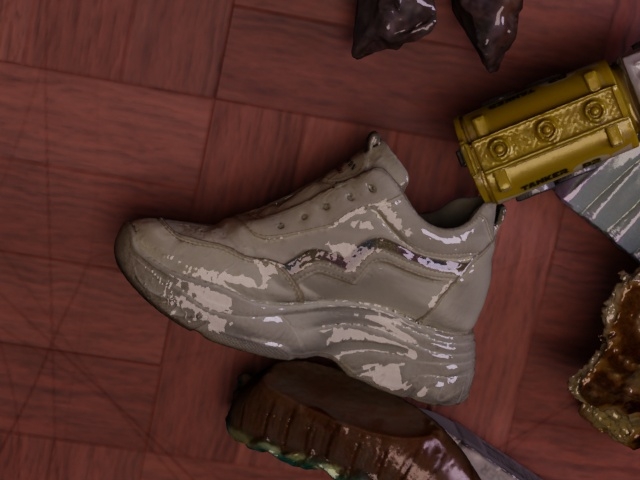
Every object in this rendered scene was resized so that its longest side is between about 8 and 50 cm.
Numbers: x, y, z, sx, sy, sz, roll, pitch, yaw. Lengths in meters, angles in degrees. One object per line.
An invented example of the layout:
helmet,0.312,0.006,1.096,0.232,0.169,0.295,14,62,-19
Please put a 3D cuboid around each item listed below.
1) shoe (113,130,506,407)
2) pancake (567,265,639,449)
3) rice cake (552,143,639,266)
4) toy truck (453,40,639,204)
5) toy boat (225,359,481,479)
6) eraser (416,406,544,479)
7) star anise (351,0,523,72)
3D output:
shoe,0.000,0.000,1.650,0.342,0.132,0.210,17,97,-15
pancake,0.337,0.096,1.743,0.257,0.056,0.212,-4,124,-23
rice cake,0.337,-0.063,1.722,0.189,0.037,0.198,37,98,-16
toy truck,0.228,-0.104,1.632,0.227,0.114,0.098,-21,89,7
toy boat,0.054,0.187,1.668,0.293,0.108,0.099,27,128,12
eraser,0.192,0.269,1.785,0.352,0.061,0.089,34,98,-15
star anise,0.108,-0.290,1.582,0.332,0.117,0.331,-1,109,-3
